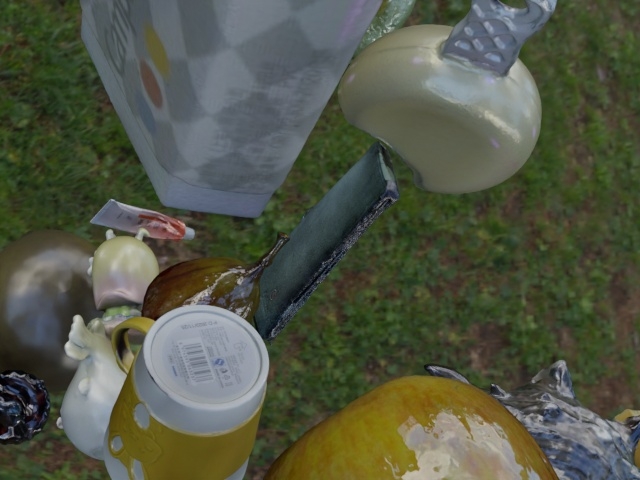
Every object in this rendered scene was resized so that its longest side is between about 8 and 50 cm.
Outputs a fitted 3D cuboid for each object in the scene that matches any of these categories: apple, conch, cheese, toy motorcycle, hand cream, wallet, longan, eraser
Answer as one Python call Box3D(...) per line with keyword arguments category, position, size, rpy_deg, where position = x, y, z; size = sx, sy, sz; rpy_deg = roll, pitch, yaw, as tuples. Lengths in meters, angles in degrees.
Box3D(category="apple", position=(0.070, 0.228, 0.738), size=(0.264, 0.264, 0.264), rpy_deg=(8, 78, -40))
Box3D(category="conch", position=(0.239, 0.258, 1.113), size=(0.313, 0.241, 0.186), rpy_deg=(31, 53, -18))
Box3D(category="cheese", position=(0.118, -0.109, 0.720), size=(0.163, 0.249, 0.070), rpy_deg=(29, 67, -22))
Box3D(category="toy motorcycle", position=(-0.668, 0.320, 1.613), size=(0.416, 0.172, 0.232), rpy_deg=(-35, 98, -11))
Box3D(category="hand cream", position=(-0.301, -0.031, 1.692), size=(0.216, 0.038, 0.052), rpy_deg=(15, 99, -52))
Box3D(category="wallet", position=(0.000, 0.000, 1.688), size=(0.046, 0.379, 0.190), rpy_deg=(31, 25, -24))
Box3D(category="longan", position=(-0.507, 0.137, 1.816), size=(0.319, 0.319, 0.319), rpy_deg=(8, 78, -40))
Box3D(category="eraser", position=(-0.077, -0.159, 0.620), size=(0.082, 0.397, 0.213), rpy_deg=(-24, 79, -21))

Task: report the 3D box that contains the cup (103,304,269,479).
Box3D(category="cup", position=(-0.175, 0.181, 1.165), size=(0.185, 0.226, 0.241), rpy_deg=(-30, 65, -38))

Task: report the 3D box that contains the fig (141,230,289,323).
Box3D(category="fig", position=(-0.152, 0.077, 1.499), size=(0.145, 0.274, 0.170), rpy_deg=(45, 20, -29))

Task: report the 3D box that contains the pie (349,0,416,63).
Box3D(category="pie", position=(0.014, -0.315, 1.133), size=(0.054, 0.240, 0.240), rpy_deg=(3, 80, -56))

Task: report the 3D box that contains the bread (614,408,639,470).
Box3D(category="bread", position=(0.553, 0.376, 1.456), size=(0.184, 0.224, 0.211), rpy_deg=(-5, 110, -32))

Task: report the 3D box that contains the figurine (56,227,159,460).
Box3D(category="figurine", position=(-0.331, 0.150, 1.575), size=(0.274, 0.227, 0.394), rpy_deg=(57, 28, -61))
